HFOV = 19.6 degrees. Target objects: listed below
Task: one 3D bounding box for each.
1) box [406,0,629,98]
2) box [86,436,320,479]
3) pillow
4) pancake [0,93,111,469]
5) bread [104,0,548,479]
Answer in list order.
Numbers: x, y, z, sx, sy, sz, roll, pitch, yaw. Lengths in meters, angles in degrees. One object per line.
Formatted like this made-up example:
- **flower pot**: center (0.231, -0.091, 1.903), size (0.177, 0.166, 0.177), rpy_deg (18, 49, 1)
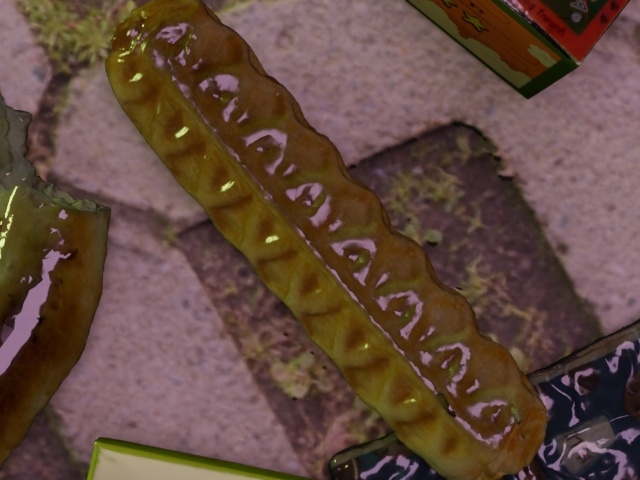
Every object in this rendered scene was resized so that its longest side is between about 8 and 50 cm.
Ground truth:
- **box**: center (0.133, -0.223, 1.135), size (0.177, 0.148, 0.195), rpy_deg (39, 83, -3)
- **box**: center (-0.079, 0.300, 1.108), size (0.187, 0.047, 0.335), rpy_deg (12, 87, -2)
- **pillow**: center (0.148, 0.174, 1.165), size (0.256, 0.034, 0.189), rpy_deg (-23, 90, -9)
- **pancake**: center (-0.322, 0.070, 1.103), size (0.427, 0.067, 0.304), rpy_deg (-17, 86, -6)
- **bread**: center (0.001, -0.001, 1.125), size (0.367, 0.077, 0.084), rpy_deg (50, 127, 4)
